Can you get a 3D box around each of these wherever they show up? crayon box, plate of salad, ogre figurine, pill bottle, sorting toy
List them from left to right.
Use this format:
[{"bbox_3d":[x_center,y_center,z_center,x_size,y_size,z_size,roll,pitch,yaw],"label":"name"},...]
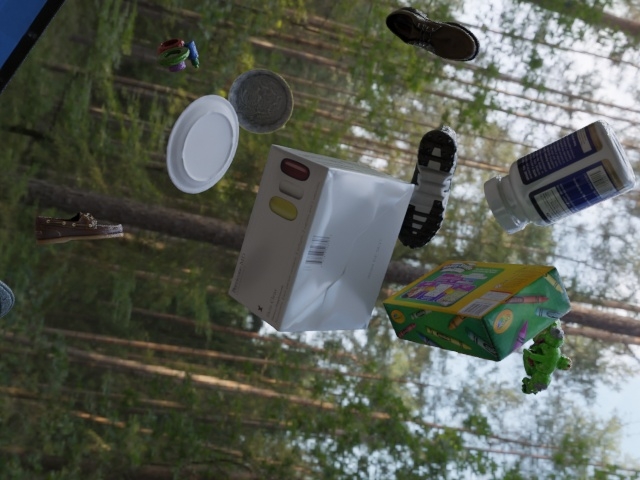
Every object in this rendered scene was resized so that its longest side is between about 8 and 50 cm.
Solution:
[{"bbox_3d":[-0.218,-0.278,1.053,0.102,0.061,0.042,-112,-175,-55],"label":"sorting toy"},{"bbox_3d":[-0.235,-0.189,1.343,0.048,0.200,0.199,23,-73,29],"label":"plate of salad"},{"bbox_3d":[0.250,0.108,1.146,0.278,0.165,0.081,1,-63,64],"label":"crayon box"},{"bbox_3d":[0.479,0.248,1.472,0.197,0.097,0.118,-56,179,8],"label":"ogre figurine"},{"bbox_3d":[0.478,-0.120,1.385,0.265,0.153,0.153,-26,-133,29],"label":"pill bottle"}]

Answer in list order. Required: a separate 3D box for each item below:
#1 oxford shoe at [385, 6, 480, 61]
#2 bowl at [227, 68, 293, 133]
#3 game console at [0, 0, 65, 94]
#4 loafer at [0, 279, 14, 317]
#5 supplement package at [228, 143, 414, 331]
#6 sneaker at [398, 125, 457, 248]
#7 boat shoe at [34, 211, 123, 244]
[{"bbox_3d":[0.240,-0.444,1.500,0.096,0.227,0.082,-30,140,-48],"label":"oxford shoe"},{"bbox_3d":[-0.154,-0.371,1.800,0.080,0.170,0.170,-85,-169,-69],"label":"bowl"},{"bbox_3d":[-0.479,-0.312,0.846,0.293,0.173,0.250,-47,-178,18],"label":"game console"},{"bbox_3d":[-0.633,0.045,1.194,0.096,0.084,0.267,-43,150,-26],"label":"loafer"},{"bbox_3d":[0.000,0.000,1.114,0.145,0.204,0.261,28,-74,44],"label":"supplement package"},{"bbox_3d":[0.193,-0.095,1.188,0.106,0.078,0.234,-53,158,-55],"label":"sneaker"},{"bbox_3d":[-0.575,-0.033,1.638,0.073,0.207,0.073,-1,-86,53],"label":"boat shoe"}]
